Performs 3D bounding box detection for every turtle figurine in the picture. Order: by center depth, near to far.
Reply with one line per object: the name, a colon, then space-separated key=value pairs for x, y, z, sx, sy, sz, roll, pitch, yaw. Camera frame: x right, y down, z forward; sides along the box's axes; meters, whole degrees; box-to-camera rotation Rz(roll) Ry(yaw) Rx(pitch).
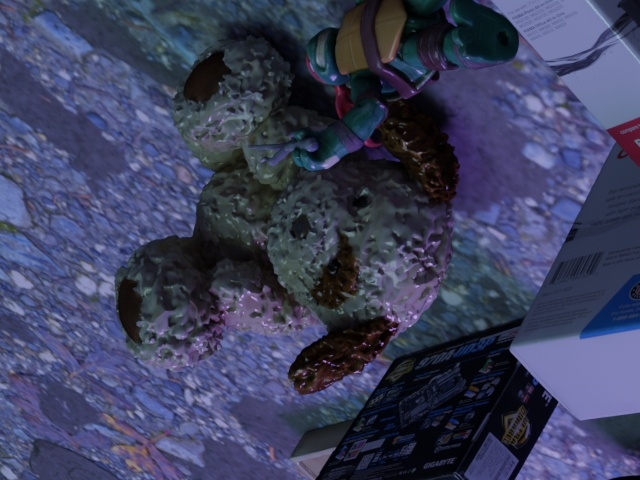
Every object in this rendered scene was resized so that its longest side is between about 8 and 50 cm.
turtle figurine: x=0.035 y=-0.142 z=1.150 sx=0.234 sy=0.118 sz=0.175 roll=-17 pitch=81 yaw=49

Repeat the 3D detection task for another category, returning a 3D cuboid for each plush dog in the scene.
plush dog: x=0.000 y=0.000 z=1.297 sx=0.225 sy=0.262 sz=0.211 roll=17 pitch=178 yaw=41

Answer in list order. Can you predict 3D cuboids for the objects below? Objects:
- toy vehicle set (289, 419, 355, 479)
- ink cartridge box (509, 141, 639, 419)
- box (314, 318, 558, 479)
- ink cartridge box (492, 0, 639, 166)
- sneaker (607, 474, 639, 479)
toy vehicle set: x=0.110 y=0.276 z=1.686 sx=0.267 sy=0.035 sz=0.166 roll=46 pitch=146 yaw=-17
ink cartridge box: x=0.226 y=0.013 z=1.100 sx=0.082 sy=0.190 sz=0.140 roll=47 pitch=146 yaw=-21
box: x=0.098 y=0.155 z=1.413 sx=0.051 sy=0.175 sz=0.220 roll=46 pitch=145 yaw=-15
ink cartridge box: x=0.184 y=-0.138 z=1.018 sx=0.150 sy=0.109 sz=0.063 roll=46 pitch=147 yaw=-17
sneaker: x=0.343 y=0.199 z=1.347 sx=0.283 sy=0.107 sz=0.124 roll=5 pitch=123 yaw=32
